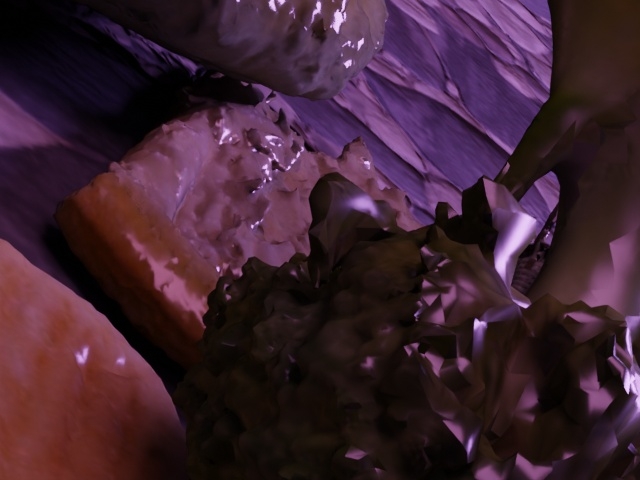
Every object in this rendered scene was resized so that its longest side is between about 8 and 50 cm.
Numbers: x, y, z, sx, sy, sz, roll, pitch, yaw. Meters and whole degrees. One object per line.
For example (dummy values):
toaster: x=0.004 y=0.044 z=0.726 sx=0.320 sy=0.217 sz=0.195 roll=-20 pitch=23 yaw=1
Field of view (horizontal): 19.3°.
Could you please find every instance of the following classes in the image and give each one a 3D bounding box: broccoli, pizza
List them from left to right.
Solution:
pizza: x=0.000 y=0.000 z=0.694 sx=0.181 sy=0.034 sz=0.262 roll=37 pitch=22 yaw=-11
broccoli: x=0.061 y=0.047 z=0.502 sx=0.254 sy=0.186 sz=0.302 roll=-31 pitch=91 yaw=-45

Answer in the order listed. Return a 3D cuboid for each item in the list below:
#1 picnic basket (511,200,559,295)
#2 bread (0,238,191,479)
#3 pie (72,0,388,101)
picnic basket: x=0.090 y=0.028 z=0.735 sx=0.083 sy=0.083 sz=0.065 roll=-43 pitch=116 yaw=-29
bread: x=-0.140 y=0.032 z=0.369 sx=0.316 sy=0.054 sz=0.316 roll=35 pitch=24 yaw=-18
pie: x=-0.103 y=-0.162 z=0.752 sx=0.306 sy=0.071 sz=0.306 roll=34 pitch=18 yaw=-12
